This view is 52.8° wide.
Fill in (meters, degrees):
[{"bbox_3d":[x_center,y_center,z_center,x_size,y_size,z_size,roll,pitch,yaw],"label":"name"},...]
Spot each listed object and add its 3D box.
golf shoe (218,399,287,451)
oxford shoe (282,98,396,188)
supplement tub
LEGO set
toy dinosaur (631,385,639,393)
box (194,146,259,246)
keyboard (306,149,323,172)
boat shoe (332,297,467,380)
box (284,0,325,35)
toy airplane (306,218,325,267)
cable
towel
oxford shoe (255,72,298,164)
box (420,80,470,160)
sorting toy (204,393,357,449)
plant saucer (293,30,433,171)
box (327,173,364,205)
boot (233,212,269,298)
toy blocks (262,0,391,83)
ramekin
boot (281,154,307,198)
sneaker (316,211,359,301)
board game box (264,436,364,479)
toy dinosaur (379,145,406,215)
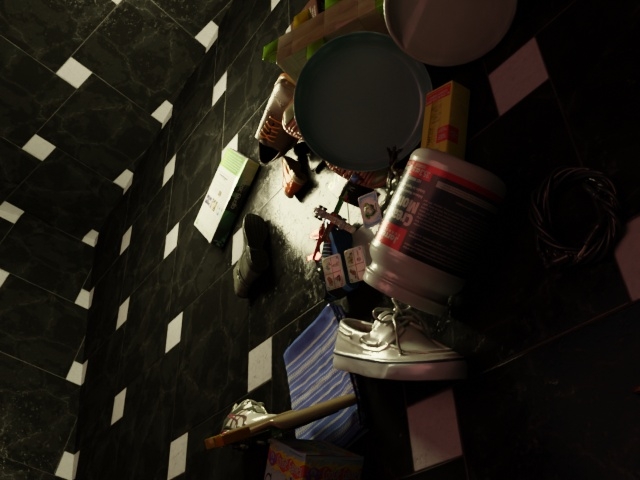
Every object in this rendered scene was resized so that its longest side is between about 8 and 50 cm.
[{"bbox_3d":[-0.173,0.452,1.621,0.273,0.105,0.120,-29,42,47],"label":"golf shoe"},{"bbox_3d":[0.070,-0.245,1.638,0.140,0.146,0.397,-55,52,12],"label":"oxford shoe"},{"bbox_3d":[0.209,-0.017,1.203,0.191,0.191,0.272,32,99,59],"label":"supplement tub"},{"bbox_3d":[0.076,-0.024,1.480,0.182,0.060,0.244,-21,73,31],"label":"LEGO set"},{"bbox_3d":[0.454,0.170,0.847,0.082,0.047,0.090,-54,18,-10],"label":"toy dinosaur"},{"bbox_3d":[-0.340,-0.160,2.310,0.232,0.058,0.322,37,105,59],"label":"box"},{"bbox_3d":[0.021,-0.286,1.839,0.180,0.023,0.108,-44,45,34],"label":"keyboard"},{"bbox_3d":[0.143,0.182,1.239,0.367,0.135,0.157,-10,77,64],"label":"boat shoe"},{"bbox_3d":[0.026,-0.539,1.807,0.167,0.203,0.169,-40,42,39],"label":"box"},{"bbox_3d":[0.000,0.000,1.689,0.151,0.028,0.151,-34,45,43],"label":"toy airplane"},{"bbox_3d":[0.410,-0.048,1.042,0.150,0.047,0.185,-28,49,48],"label":"cable"},{"bbox_3d":[-0.003,0.335,1.478,0.243,0.040,0.336,-48,36,33],"label":"towel"},{"bbox_3d":[-0.113,-0.337,1.867,0.133,0.130,0.364,-53,-8,-24],"label":"oxford shoe"},{"bbox_3d":[0.262,-0.216,1.371,0.087,0.058,0.232,-17,57,55],"label":"box"},{"bbox_3d":[-0.099,0.381,1.307,0.229,0.307,0.041,-31,72,47],"label":"sorting toy"},{"bbox_3d":[0.097,-0.314,1.477,0.044,0.317,0.318,-11,-56,-84],"label":"plant saucer"},{"bbox_3d":[0.064,-0.137,1.646,0.062,0.052,0.083,-61,32,16],"label":"box"},{"bbox_3d":[-0.230,0.045,1.988,0.161,0.083,0.247,-51,33,38],"label":"boot"},{"bbox_3d":[0.083,-0.460,1.629,0.381,0.261,0.191,-21,51,30],"label":"toy blocks"},{"bbox_3d":[0.268,-0.517,1.357,0.273,0.272,0.127,-44,27,36],"label":"ramekin"},{"bbox_3d":[-0.095,-0.193,1.936,0.085,0.059,0.158,-57,33,28],"label":"boot"},{"bbox_3d":[0.028,0.039,1.568,0.090,0.081,0.232,-36,44,33],"label":"sneaker"},{"bbox_3d":[-0.030,0.544,1.264,0.144,0.142,0.275,-3,75,57],"label":"board game box"},{"bbox_3d":[0.163,-0.126,1.402,0.268,0.064,0.118,115,158,-58],"label":"toy dinosaur"}]
